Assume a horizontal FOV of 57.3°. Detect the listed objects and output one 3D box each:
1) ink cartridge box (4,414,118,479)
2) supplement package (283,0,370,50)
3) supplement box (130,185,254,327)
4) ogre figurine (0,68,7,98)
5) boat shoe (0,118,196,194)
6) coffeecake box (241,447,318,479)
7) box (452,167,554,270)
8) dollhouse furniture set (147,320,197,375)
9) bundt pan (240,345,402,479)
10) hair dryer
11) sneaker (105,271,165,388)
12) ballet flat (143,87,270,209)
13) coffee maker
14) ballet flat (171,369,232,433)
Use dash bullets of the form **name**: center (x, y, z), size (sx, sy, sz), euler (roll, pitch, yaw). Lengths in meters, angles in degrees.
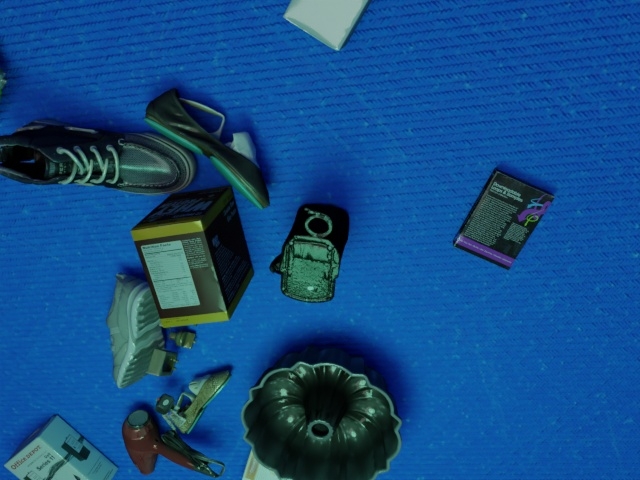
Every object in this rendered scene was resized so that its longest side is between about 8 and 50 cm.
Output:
- **ink cartridge box**: center (-0.626, 0.547, 1.418), size (0.153, 0.087, 0.208), euler (-40, 101, 20)
- **supplement package**: center (0.036, -0.405, 0.918), size (0.105, 0.105, 0.179), euler (31, 112, -5)
- **supplement box**: center (-0.226, 0.025, 1.086), size (0.129, 0.191, 0.194), euler (-7, 112, 11)
- **ogre figurine**: center (-0.644, -0.324, 1.061), size (0.118, 0.097, 0.196), euler (-21, 93, 35)
- **boat shoe**: center (-0.411, -0.135, 1.065), size (0.341, 0.158, 0.127), euler (9, 113, 5)
- **coffeecake box**: center (-0.080, 0.537, 1.345), size (0.186, 0.068, 0.142), euler (18, 114, 1)
- **box**: center (0.331, -0.037, 1.069), size (0.116, 0.029, 0.162), euler (24, 115, -3)
- **dollhouse furniture set**: center (-0.261, 0.212, 1.196), size (0.123, 0.144, 0.151), euler (15, 77, 2)
- **bundt pan**: center (0.008, 0.360, 1.229), size (0.331, 0.124, 0.330), euler (3, 112, 7)
- **hair dryer**: center (-0.356, 0.475, 1.317), size (0.223, 0.080, 0.294), euler (54, 135, 1)
- **sneaker**: center (-0.400, 0.190, 1.250), size (0.115, 0.105, 0.281), euler (33, 119, 27)
- **ballet flat**: center (-0.184, -0.174, 1.052), size (0.281, 0.095, 0.096), euler (38, 84, -6)
- **coffee maker**: center (0.000, 0.000, 1.050), size (0.120, 0.178, 0.171), euler (28, 116, -6)
- **ballet flat**: center (-0.272, 0.347, 1.295), size (0.067, 0.073, 0.206), euler (37, 111, 1)
